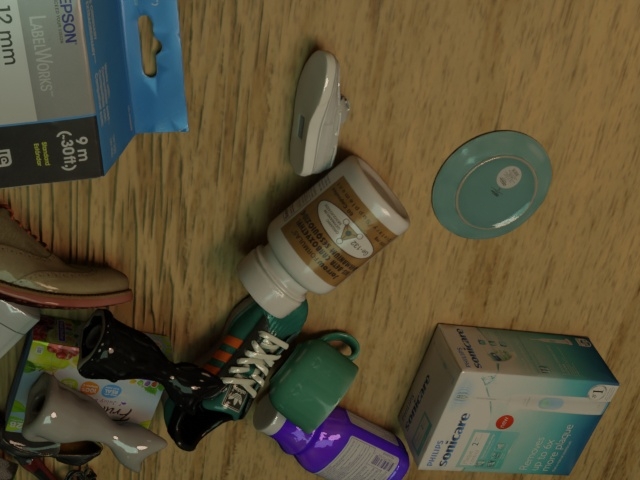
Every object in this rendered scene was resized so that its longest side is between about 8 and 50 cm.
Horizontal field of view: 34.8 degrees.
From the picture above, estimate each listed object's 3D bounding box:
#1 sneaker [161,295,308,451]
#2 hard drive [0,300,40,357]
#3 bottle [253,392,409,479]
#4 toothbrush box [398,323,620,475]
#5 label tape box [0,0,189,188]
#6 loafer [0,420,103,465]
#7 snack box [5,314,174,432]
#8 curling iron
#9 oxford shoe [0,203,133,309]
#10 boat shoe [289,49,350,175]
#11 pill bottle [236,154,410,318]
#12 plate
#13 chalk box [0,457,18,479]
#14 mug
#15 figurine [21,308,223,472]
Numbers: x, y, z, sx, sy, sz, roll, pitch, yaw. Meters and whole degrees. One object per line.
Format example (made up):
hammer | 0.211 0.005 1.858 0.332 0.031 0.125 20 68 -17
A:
sneaker | -0.120 0.199 1.533 0.108 0.121 0.302 33 110 -32
hard drive | -0.596 0.157 1.415 0.353 0.047 0.233 -42 125 14
bottle | 0.016 0.331 1.681 0.283 0.092 0.118 31 110 -31
toothbrush box | 0.308 0.268 1.702 0.296 0.126 0.216 8 121 -19
label tape box | -0.332 -0.198 1.204 0.348 0.115 0.249 -6 125 -10
loafer | -0.408 0.299 1.542 0.170 0.062 0.061 19 150 -41
snack box | -0.342 0.210 1.509 0.207 0.070 0.174 14 118 -22
curling iron | -0.444 0.326 1.587 0.068 0.035 0.274 -45 121 -10
oxford shoe | -0.395 0.019 1.334 0.348 0.123 0.130 12 81 -41
boat shoe | 0.007 -0.167 1.355 0.063 0.066 0.184 -9 125 -27
pill bottle | 0.000 0.000 1.423 0.229 0.131 0.131 -40 125 13
plate | 0.257 -0.075 1.512 0.188 0.024 0.188 -7 125 -10
chalk box | -0.547 0.418 1.492 0.132 0.213 0.132 24 117 -12
mug | -0.015 0.209 1.570 0.097 0.157 0.129 38 116 -2
figurine | -0.277 0.226 1.440 0.209 0.092 0.215 32 109 -30
